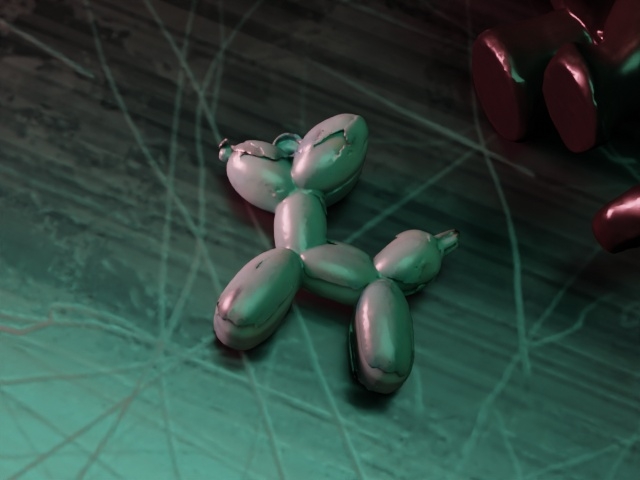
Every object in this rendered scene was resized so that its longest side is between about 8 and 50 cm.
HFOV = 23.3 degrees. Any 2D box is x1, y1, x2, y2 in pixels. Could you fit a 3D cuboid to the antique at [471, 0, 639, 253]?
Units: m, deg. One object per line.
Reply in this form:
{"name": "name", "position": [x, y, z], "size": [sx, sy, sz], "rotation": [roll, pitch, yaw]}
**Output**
{"name": "antique", "position": [0.216, -0.171, 0.961], "size": [0.255, 0.185, 0.322], "rotation": [-18, 68, -12]}

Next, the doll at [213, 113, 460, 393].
{"name": "doll", "position": [0.000, 0.000, 0.932], "size": [0.159, 0.059, 0.158], "rotation": [22, 69, 4]}
